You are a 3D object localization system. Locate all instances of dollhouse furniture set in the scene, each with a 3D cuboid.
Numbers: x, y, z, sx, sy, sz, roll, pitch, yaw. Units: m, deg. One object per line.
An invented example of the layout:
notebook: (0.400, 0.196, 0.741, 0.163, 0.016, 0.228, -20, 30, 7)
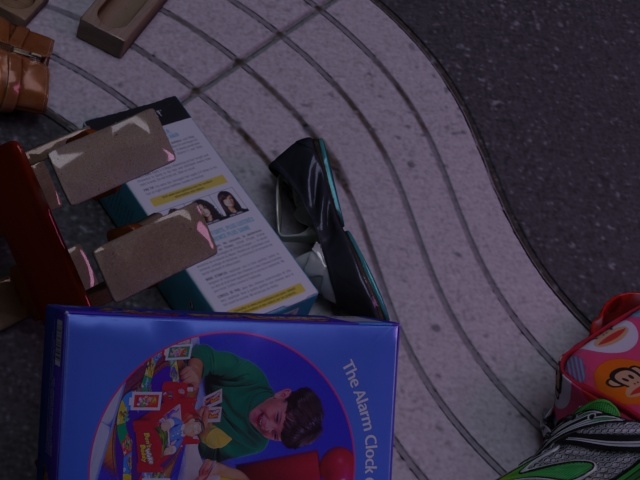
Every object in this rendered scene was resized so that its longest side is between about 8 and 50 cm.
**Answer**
dollhouse furniture set: (-0.228, -0.276, 1.538, 0.151, 0.123, 0.144, 28, 48, 2)
dollhouse furniture set: (-0.195, 0.048, 1.216, 0.135, 0.262, 0.259, -27, 97, -34)

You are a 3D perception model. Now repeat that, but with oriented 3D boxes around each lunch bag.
lunch bag: (0.345, 0.127, 1.406, 0.293, 0.120, 0.258, -23, 41, -34)

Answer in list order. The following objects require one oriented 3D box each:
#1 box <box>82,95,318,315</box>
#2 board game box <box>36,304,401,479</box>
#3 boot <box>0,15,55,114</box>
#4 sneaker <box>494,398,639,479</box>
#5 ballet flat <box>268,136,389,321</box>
box: (-0.113, -0.013, 1.408, 0.100, 0.060, 0.244, -20, 62, -33)
board game box: (-0.075, 0.222, 1.086, 0.233, 0.078, 0.347, 4, 90, -19)
boot: (-0.322, -0.198, 1.477, 0.152, 0.073, 0.197, 6, 63, -15)
sneaker: (0.185, 0.211, 1.230, 0.343, 0.134, 0.146, -14, 53, 8)
ballet flat: (0.000, 0.000, 1.445, 0.074, 0.074, 0.203, -7, 61, -26)
